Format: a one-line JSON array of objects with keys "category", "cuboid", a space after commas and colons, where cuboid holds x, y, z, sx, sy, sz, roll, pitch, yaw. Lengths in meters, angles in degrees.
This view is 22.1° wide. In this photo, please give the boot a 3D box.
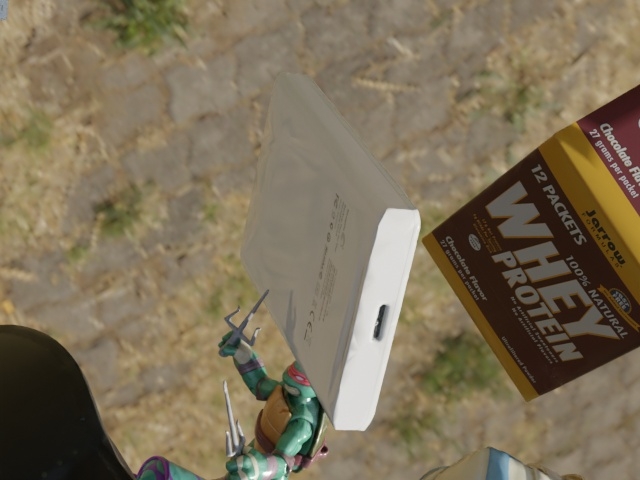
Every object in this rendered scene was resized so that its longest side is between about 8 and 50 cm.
[{"category": "boot", "cuboid": [-0.111, 0.187, 0.840, 0.091, 0.263, 0.229, -31, 139, -19]}]

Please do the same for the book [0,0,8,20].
[{"category": "book", "cuboid": [-0.352, -0.201, 1.389, 0.144, 0.096, 0.035, 3, 90, -37]}]

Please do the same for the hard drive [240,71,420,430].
[{"category": "hard drive", "cuboid": [0.000, 0.000, 1.440, 0.040, 0.307, 0.203, 4, 114, -20]}]

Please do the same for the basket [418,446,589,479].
[{"category": "basket", "cuboid": [0.133, 0.255, 0.932, 0.289, 0.201, 0.255, 26, 142, -22]}]

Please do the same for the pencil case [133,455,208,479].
[{"category": "pencil case", "cuboid": [-0.127, 0.277, 1.703, 0.152, 0.070, 0.064, 32, 77, -35]}]

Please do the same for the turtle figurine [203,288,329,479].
[{"category": "turtle figurine", "cuboid": [-0.050, 0.174, 1.490, 0.118, 0.175, 0.234, 13, 118, -10]}]

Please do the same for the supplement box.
[{"category": "supplement box", "cuboid": [0.202, -0.019, 1.018, 0.191, 0.129, 0.194, -30, 174, -26]}]
